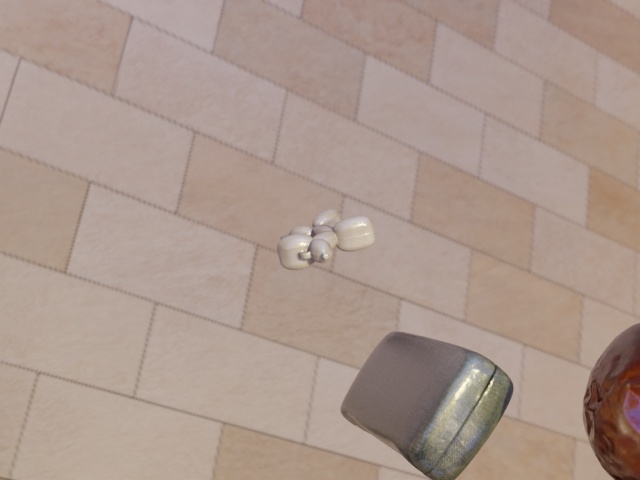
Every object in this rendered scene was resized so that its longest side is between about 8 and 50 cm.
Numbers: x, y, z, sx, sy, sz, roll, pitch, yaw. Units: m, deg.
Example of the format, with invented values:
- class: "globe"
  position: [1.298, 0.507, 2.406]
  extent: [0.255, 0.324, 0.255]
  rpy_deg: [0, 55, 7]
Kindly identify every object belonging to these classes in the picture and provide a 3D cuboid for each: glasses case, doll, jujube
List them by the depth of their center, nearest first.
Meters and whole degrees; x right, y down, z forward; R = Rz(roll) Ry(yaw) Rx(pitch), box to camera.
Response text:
- class: "jujube"
  position: [0.323, 0.150, 0.873]
  extent: [0.236, 0.168, 0.168]
  rpy_deg: [18, 62, -65]
- class: "glasses case"
  position: [0.107, 0.174, 1.077]
  extent: [0.074, 0.323, 0.131]
  rpy_deg: [37, 82, -8]
- class: "doll"
  position: [0.000, 0.000, 1.553]
  extent: [0.160, 0.161, 0.059]
  rpy_deg: [-21, 110, -27]
